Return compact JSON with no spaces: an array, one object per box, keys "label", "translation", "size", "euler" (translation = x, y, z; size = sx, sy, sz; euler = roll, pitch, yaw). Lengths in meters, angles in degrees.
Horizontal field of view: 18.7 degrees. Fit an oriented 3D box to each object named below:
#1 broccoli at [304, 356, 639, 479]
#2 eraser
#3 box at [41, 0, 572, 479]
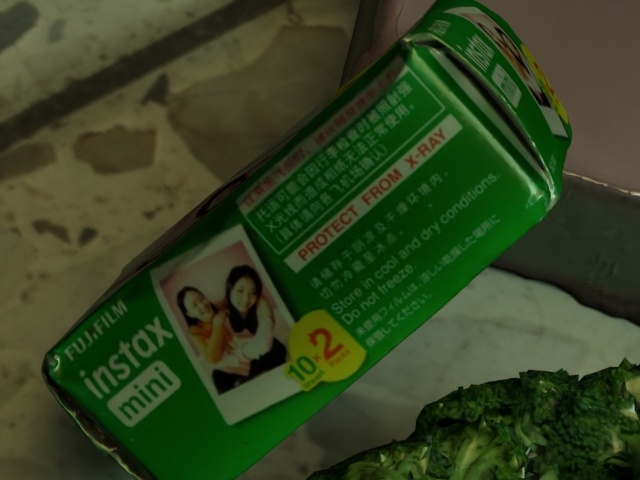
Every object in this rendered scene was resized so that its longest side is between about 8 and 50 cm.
[{"label":"broccoli","translation":[0.113,0.199,0.851],"size":[0.308,0.275,0.308],"euler":[0,88,-2]},{"label":"eraser","translation":[0.165,-0.152,1.117],"size":[0.272,0.122,0.359],"euler":[20,60,-6]},{"label":"box","translation":[0.000,0.000,0.907],"size":[0.250,0.180,0.103],"euler":[-42,95,14]}]
